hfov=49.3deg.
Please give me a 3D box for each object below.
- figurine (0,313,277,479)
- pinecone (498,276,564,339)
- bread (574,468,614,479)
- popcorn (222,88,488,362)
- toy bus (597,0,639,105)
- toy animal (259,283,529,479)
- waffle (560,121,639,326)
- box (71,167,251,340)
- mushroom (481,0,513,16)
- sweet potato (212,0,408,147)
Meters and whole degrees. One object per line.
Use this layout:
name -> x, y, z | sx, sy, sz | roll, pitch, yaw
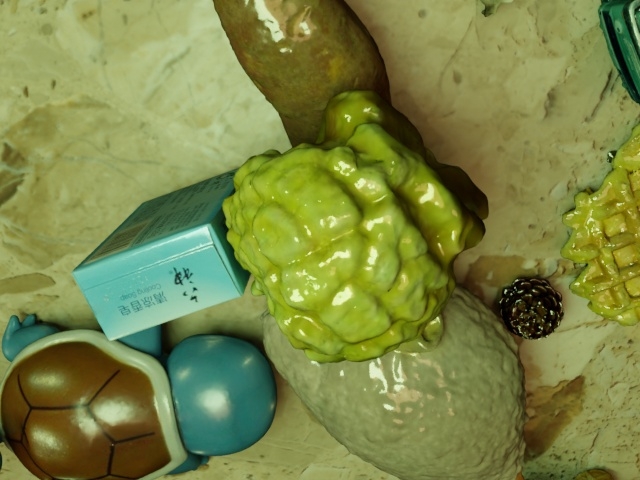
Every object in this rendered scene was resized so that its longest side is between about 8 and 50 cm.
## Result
figurine -> -0.268, 0.191, 0.840 | 0.416, 0.243, 0.298 | -11, 98, -14
pinecone -> 0.250, 0.081, 0.819 | 0.077, 0.083, 0.077 | 0, 92, 6
bread -> 0.380, 0.369, 0.922 | 0.052, 0.044, 0.157 | -20, 105, 18
popcorn -> 0.045, -0.013, 0.632 | 0.251, 0.206, 0.237 | -29, 131, -19
toy bus -> 0.409, -0.230, 0.675 | 0.256, 0.147, 0.128 | -26, 103, 6
toy animal -> 0.111, 0.155, 0.797 | 0.358, 0.188, 0.226 | 37, 112, -9
waffle -> 0.421, -0.010, 0.793 | 0.280, 0.060, 0.262 | 23, 111, -3
box -> -0.143, 0.003, 0.739 | 0.142, 0.232, 0.083 | -20, 106, 9
mushroom -> 0.236, -0.343, 0.641 | 0.236, 0.162, 0.173 | -27, 106, 10
sweet potato -> -0.014, -0.187, 0.667 | 0.131, 0.131, 0.337 | -22, 133, 10
